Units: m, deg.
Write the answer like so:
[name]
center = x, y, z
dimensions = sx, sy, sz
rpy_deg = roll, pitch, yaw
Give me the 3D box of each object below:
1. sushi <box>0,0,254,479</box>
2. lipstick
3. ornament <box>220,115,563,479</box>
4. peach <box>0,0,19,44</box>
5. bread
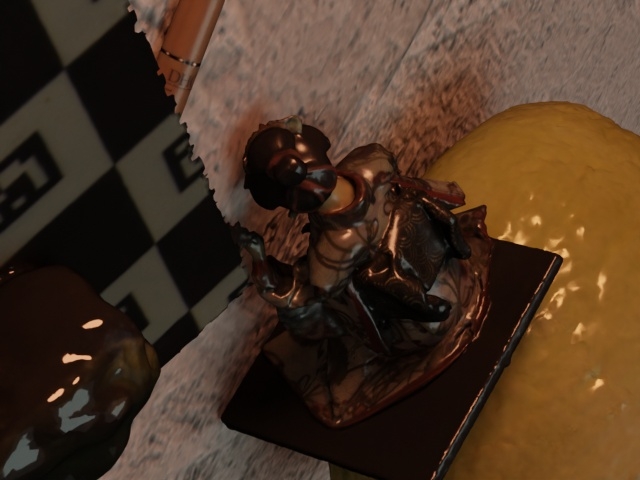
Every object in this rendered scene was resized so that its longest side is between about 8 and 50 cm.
[sushi]
center = -0.153, 0.088, 0.531
dimensions = 0.359, 0.064, 0.343
rpy_deg = -44, 159, -11
[lipstick]
center = -0.058, -0.077, 0.812
dimensions = 0.019, 0.019, 0.094
rpy_deg = -15, 129, -67
[ornament]
center = 0.000, 0.000, 1.004
dimensions = 0.166, 0.153, 0.196
rpy_deg = -59, 138, -19
[peach]
center = -0.120, -0.105, 0.449
dimensions = 0.189, 0.068, 0.279
rpy_deg = -52, 154, 0
[bread]
center = 0.133, 0.069, 1.227
dimensions = 0.320, 0.237, 0.320
rpy_deg = -45, 168, -13
